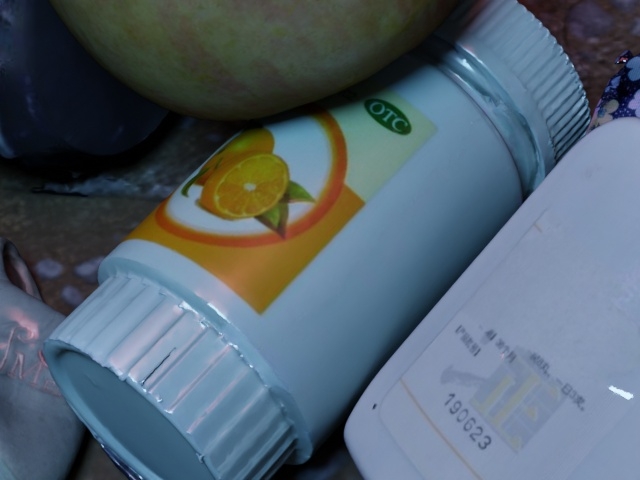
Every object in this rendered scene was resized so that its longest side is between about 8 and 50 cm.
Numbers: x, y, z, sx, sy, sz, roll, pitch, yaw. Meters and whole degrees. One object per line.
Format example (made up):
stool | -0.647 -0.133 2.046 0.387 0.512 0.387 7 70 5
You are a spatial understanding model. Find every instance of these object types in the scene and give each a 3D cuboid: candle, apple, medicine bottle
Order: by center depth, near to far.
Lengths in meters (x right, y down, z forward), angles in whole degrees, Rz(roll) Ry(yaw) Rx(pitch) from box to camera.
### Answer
medicine bottle | 0.153 0.040 0.804 0.296 0.111 0.161 -52 48 11
apple | -0.041 -0.200 0.862 0.257 0.234 0.257 -23 25 11
medicine bottle | 0.000 0.000 0.914 0.158 0.158 0.318 29 62 29
candle | -0.261 -0.182 1.075 0.343 0.221 0.221 18 57 27

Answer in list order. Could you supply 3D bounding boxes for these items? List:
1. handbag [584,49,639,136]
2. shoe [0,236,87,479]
handbag | 0.244 -0.027 0.908 0.208 0.127 0.228 6 67 27
shoe | -0.166 0.066 0.941 0.078 0.079 0.195 -26 46 7
